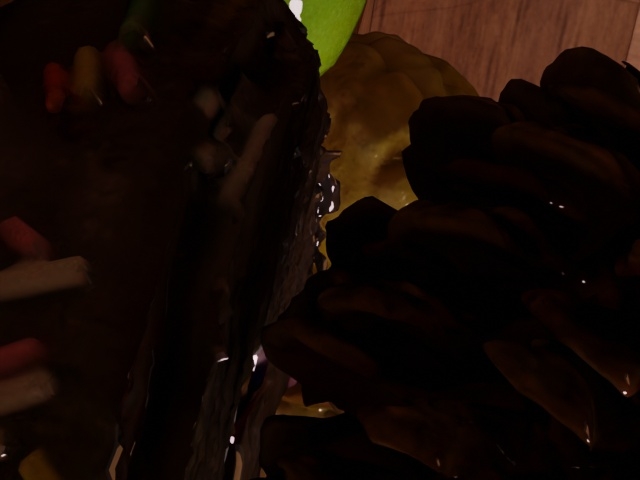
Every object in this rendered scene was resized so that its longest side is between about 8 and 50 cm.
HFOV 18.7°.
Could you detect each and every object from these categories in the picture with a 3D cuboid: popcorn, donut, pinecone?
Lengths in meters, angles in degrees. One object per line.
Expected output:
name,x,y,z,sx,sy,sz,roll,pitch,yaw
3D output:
popcorn,0.000,0.000,1.036,0.203,0.226,0.200,-27,99,-38
donut,-0.063,0.055,0.502,0.270,0.103,0.269,12,90,-85
pinecone,0.058,0.044,0.434,0.173,0.174,0.173,11,90,-87

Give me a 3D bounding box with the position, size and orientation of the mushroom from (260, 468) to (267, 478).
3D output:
mushroom,-0.038,0.176,1.203,0.154,0.122,0.154,-32,155,-16

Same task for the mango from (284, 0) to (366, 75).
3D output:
mango,-0.005,-0.168,0.701,0.125,0.111,0.233,-58,160,-69
